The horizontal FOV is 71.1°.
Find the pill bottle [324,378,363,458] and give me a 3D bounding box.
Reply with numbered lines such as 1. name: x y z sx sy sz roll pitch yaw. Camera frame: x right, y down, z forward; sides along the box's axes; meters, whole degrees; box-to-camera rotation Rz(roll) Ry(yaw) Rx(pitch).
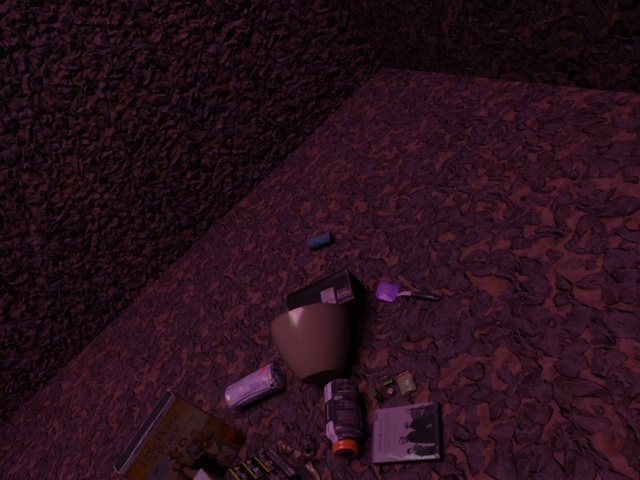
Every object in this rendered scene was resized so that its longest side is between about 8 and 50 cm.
1. pill bottle: 0.080 0.624 1.565 0.130 0.130 0.245 -28 35 20

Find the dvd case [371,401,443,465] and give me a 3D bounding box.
1. dvd case: 0.277 0.625 1.453 0.239 0.029 0.179 -21 39 30

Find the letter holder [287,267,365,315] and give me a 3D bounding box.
1. letter holder: 0.043 0.282 1.942 0.302 0.214 0.152 -25 51 17

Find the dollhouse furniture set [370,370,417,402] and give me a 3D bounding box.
1. dollhouse furniture set: 0.256 0.511 1.576 0.152 0.058 0.076 -32 35 16

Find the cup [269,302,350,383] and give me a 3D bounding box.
1. cup: -0.020 0.425 1.771 0.331 0.331 0.236 -27 58 22

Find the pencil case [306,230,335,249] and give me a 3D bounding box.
1. pencil case: 0.000 0.000 2.412 0.152 0.064 0.070 -20 55 29

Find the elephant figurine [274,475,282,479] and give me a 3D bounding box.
1. elephant figurine: -0.074 0.896 1.411 0.170 0.185 0.239 -1 11 0

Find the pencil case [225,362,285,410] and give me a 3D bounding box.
1. pencil case: -0.281 0.636 1.938 0.273 0.113 0.124 -30 26 19

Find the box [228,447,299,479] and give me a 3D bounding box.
1. box: -0.204 0.837 1.595 0.184 0.045 0.191 -15 16 -35

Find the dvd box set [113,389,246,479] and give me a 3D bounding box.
1. dvd box set: -0.514 0.802 1.713 0.062 0.420 0.307 6 55 49

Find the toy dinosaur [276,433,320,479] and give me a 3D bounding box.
1. toy dinosaur: -0.054 0.771 1.603 0.268 0.064 0.118 19 82 52

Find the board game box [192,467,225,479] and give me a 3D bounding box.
1. board game box: -0.324 0.918 1.516 0.142 0.275 0.144 10 59 50

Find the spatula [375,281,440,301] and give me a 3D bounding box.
1. spatula: 0.355 0.220 1.829 0.297 0.030 0.084 1 53 46
